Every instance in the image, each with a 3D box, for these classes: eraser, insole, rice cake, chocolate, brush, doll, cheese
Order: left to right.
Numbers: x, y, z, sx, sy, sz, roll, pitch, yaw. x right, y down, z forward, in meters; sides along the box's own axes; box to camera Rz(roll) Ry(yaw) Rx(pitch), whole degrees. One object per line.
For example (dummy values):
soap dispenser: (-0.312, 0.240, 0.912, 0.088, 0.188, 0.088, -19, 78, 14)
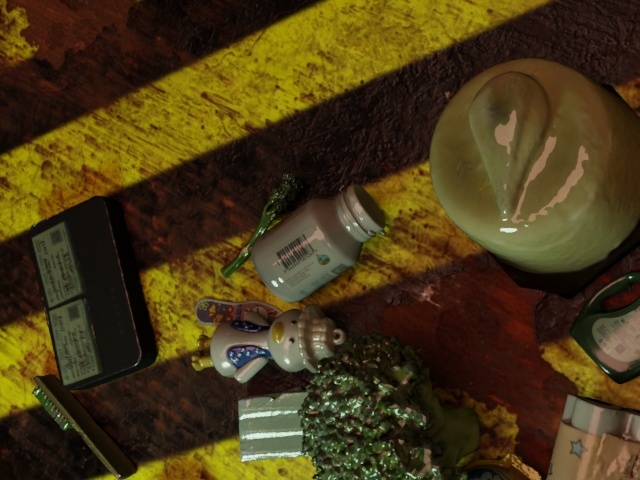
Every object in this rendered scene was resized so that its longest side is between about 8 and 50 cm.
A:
brush: (-0.465, 0.366, 1.845, 0.282, 0.054, 0.048, 40, 111, 22)
insole: (-0.148, 0.138, 1.746, 0.197, 0.004, 0.065, 7, 88, 25)
doll: (-0.091, 0.180, 1.655, 0.293, 0.119, 0.138, -8, 51, 25)
rice cake: (-0.037, 0.319, 1.657, 0.237, 0.043, 0.127, -6, 83, 22)
cheese: (0.252, 0.462, 1.496, 0.177, 0.069, 0.270, 35, 100, 23)
chocolate: (0.320, -0.099, 1.399, 0.314, 0.297, 0.326, -41, 71, 21)
eraser: (0.419, 0.390, 1.408, 0.171, 0.087, 0.291, 13, 91, 5)

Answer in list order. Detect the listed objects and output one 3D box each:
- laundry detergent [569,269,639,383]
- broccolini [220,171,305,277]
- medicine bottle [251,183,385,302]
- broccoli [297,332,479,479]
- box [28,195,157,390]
laundry detergent: (0.485, 0.104, 1.427, 0.211, 0.063, 0.137, -48, 62, 13)
broccolini: (-0.109, -0.026, 1.728, 0.054, 0.051, 0.239, 42, 110, 16)
medicine bottle: (0.000, 0.000, 1.619, 0.215, 0.135, 0.135, -34, 72, 18)
broccoli: (0.103, 0.320, 1.444, 0.334, 0.272, 0.324, 126, 162, -49)
box: (-0.451, 0.104, 1.862, 0.211, 0.058, 0.350, -21, 77, 24)
